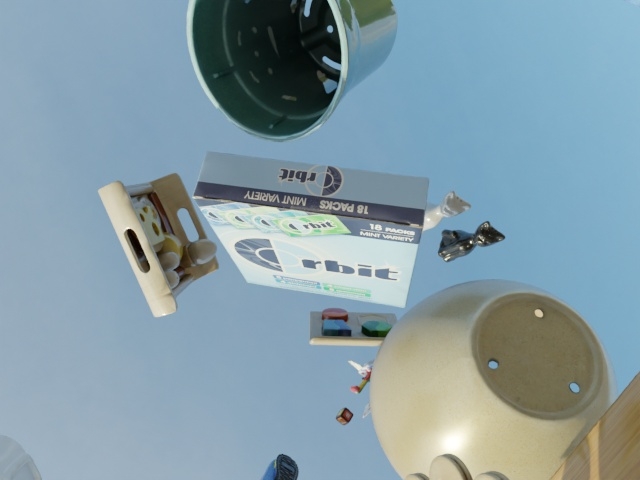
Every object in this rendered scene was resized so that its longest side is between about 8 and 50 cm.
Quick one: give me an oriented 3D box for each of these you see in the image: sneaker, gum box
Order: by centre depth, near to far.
[{"bbox_3d":[0.000,0.000,0.443,0.157,0.184,0.041,8,-111,9],"label":"gum box"},{"bbox_3d":[-0.097,0.503,1.052,0.069,0.209,0.082,36,-80,1],"label":"sneaker"}]

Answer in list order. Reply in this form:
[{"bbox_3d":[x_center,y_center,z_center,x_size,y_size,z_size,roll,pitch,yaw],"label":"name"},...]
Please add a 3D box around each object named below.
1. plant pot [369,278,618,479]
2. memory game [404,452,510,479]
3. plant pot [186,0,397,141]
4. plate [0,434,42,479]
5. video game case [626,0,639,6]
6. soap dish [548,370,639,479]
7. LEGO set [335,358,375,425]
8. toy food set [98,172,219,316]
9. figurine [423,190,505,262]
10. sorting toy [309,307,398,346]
[{"bbox_3d":[0.206,0.157,0.604,0.284,0.191,0.284,1,-119,-2],"label":"plant pot"},{"bbox_3d":[0.096,0.219,0.309,0.012,0.186,0.186,-2,-103,-26],"label":"memory game"},{"bbox_3d":[-0.025,-0.410,1.077,0.341,0.341,0.334,54,-140,-6],"label":"plant pot"},{"bbox_3d":[-0.334,0.361,0.622,0.045,0.277,0.278,-20,-95,-25],"label":"plate"},{"bbox_3d":[0.350,-0.312,0.510,0.269,0.244,0.061,14,-90,-12],"label":"video game case"},{"bbox_3d":[0.259,0.247,0.365,0.229,0.291,0.118,26,-149,13],"label":"soap dish"},{"bbox_3d":[0.113,0.220,0.968,0.060,0.244,0.182,42,-163,1],"label":"LEGO set"},{"bbox_3d":[-0.267,-0.012,0.969,0.092,0.306,0.220,-22,-82,4],"label":"toy food set"},{"bbox_3d":[0.368,-0.045,1.493,0.215,0.209,0.092,39,-117,-14],"label":"figurine"},{"bbox_3d":[0.128,0.194,1.245,0.307,0.229,0.041,2,-82,-1],"label":"sorting toy"}]
